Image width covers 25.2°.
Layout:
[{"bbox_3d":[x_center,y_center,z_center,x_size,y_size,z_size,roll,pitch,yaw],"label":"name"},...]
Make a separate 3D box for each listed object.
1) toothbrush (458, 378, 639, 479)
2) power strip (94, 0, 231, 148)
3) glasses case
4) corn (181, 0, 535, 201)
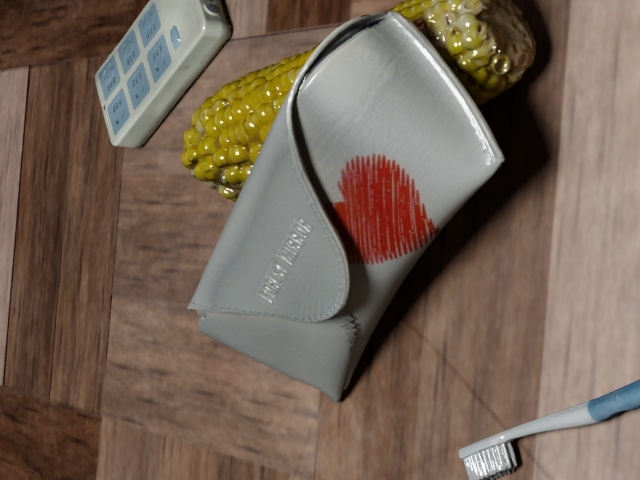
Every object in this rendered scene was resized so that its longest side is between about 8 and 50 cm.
[{"bbox_3d":[0.168,0.090,0.792,0.276,0.019,0.025,-34,65,47],"label":"toothbrush"},{"bbox_3d":[-0.137,-0.157,1.230,0.192,0.035,0.081,-44,52,43],"label":"power strip"},{"bbox_3d":[0.002,0.001,0.916,0.128,0.083,0.308,42,139,11],"label":"glasses case"},{"bbox_3d":[0.015,-0.094,0.964,0.320,0.097,0.097,-20,70,50],"label":"corn"}]
